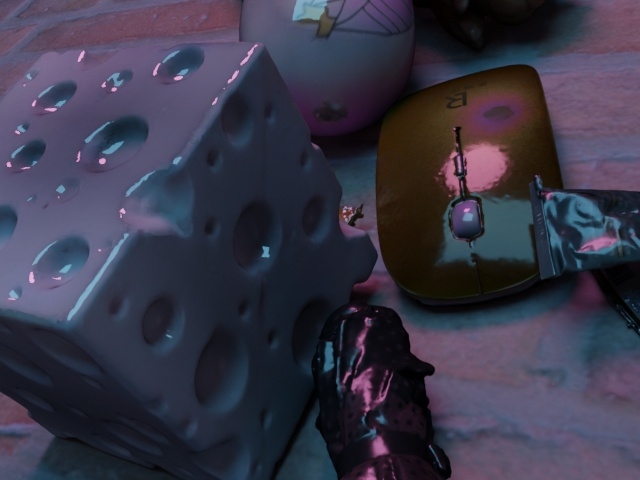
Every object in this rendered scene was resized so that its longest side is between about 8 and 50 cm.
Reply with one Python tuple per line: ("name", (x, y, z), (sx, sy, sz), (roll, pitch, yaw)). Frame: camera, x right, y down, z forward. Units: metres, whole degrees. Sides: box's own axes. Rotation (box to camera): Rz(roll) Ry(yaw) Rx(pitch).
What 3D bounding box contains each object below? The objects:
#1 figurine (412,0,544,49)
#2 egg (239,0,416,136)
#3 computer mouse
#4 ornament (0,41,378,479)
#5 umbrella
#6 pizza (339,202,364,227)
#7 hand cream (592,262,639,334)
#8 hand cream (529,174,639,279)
("figurine", (0.175, -0.343, 0.930), (0.173, 0.177, 0.247), (-45, 35, 4))
("egg", (0.011, -0.239, 0.881), (0.196, 0.196, 0.271), (-2, 59, 27))
("computer mouse", (0.133, -0.071, 0.732), (0.158, 0.071, 0.310), (-13, 41, 19))
("ornament", (-0.137, 0.018, 0.623), (0.240, 0.239, 0.239), (7, 55, 34))
("umbrella", (0.047, 0.162, 0.497), (0.094, 0.090, 0.326), (-17, 39, 5))
("pizza", (-0.012, 0.010, 0.756), (0.100, 0.029, 0.099), (-4, 51, 28))
("hand cream", (0.239, 0.028, 0.592), (0.062, 0.039, 0.163), (-25, 44, -3))
("hand cream", (0.277, -0.023, 0.571), (0.248, 0.052, 0.075), (-5, 41, 5))
